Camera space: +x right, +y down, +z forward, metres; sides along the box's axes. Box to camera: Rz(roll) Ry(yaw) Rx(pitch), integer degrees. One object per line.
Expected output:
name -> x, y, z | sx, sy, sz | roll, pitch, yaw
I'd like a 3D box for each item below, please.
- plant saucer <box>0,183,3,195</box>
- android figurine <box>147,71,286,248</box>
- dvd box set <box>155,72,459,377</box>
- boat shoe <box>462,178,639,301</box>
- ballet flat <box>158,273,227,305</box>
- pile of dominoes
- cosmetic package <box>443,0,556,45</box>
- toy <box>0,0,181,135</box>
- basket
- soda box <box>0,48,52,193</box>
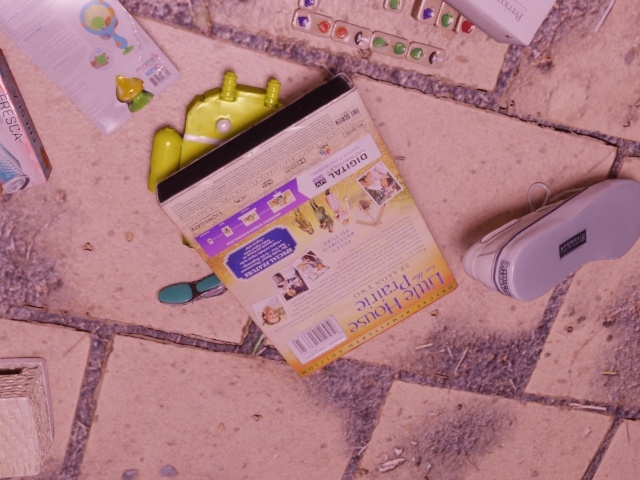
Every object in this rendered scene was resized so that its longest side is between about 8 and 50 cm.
plant saucer -> -0.488, -0.089, 1.075 | 0.083, 0.015, 0.083 | -4, 115, -8
android figurine -> -0.122, -0.109, 1.114 | 0.248, 0.056, 0.272 | 9, 114, -14
dvd box set -> 0.000, 0.000, 1.137 | 0.308, 0.062, 0.420 | -31, 128, 4
boat shoe -> 0.363, -0.012, 1.212 | 0.367, 0.156, 0.135 | -26, 116, -31
ballet flat -> -0.197, 0.084, 1.201 | 0.114, 0.041, 0.041 | -17, 117, -1
pile of dominoes -> 0.106, -0.352, 1.051 | 0.251, 0.040, 0.196 | 11, 112, -16
cosmetic package -> 0.186, -0.470, 0.959 | 0.377, 0.097, 0.284 | 30, 95, -21
toy -> -0.312, -0.268, 1.003 | 0.137, 0.056, 0.237 | -38, 121, 4
basket -> -0.490, 0.282, 1.198 | 0.113, 0.103, 0.167 | -2, 116, -9
soda box -> -0.429, -0.160, 1.029 | 0.063, 0.058, 0.183 | -17, 116, -3
